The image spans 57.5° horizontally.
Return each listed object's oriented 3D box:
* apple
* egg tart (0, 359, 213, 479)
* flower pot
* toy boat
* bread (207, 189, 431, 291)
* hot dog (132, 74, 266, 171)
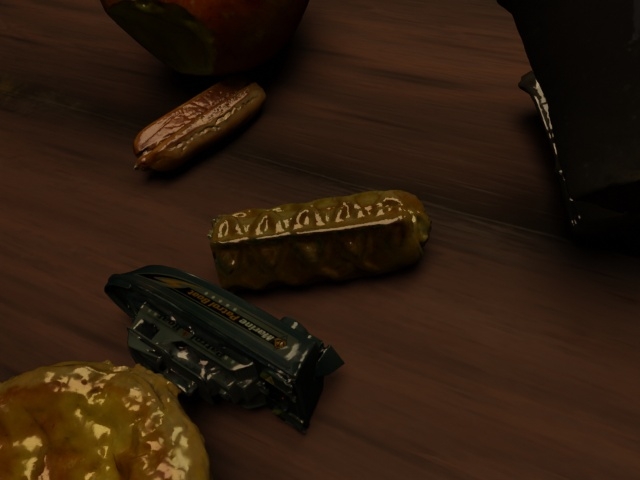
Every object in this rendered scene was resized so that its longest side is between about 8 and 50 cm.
[{"bbox_3d":[-0.168,-0.422,0.899,0.340,0.339,0.339,-5,54,7],"label":"apple"},{"bbox_3d":[-0.250,0.275,0.530,0.341,0.132,0.341,-6,55,8],"label":"egg tart"},{"bbox_3d":[0.371,-0.141,0.607,0.379,0.379,0.251,2,73,13],"label":"flower pot"},{"bbox_3d":[-0.132,0.107,0.639,0.296,0.114,0.122,22,53,24],"label":"toy boat"},{"bbox_3d":[0.000,-0.001,0.707,0.269,0.087,0.098,-8,52,6],"label":"bread"},{"bbox_3d":[-0.186,-0.173,0.886,0.236,0.062,0.092,-36,56,-18],"label":"hot dog"}]
